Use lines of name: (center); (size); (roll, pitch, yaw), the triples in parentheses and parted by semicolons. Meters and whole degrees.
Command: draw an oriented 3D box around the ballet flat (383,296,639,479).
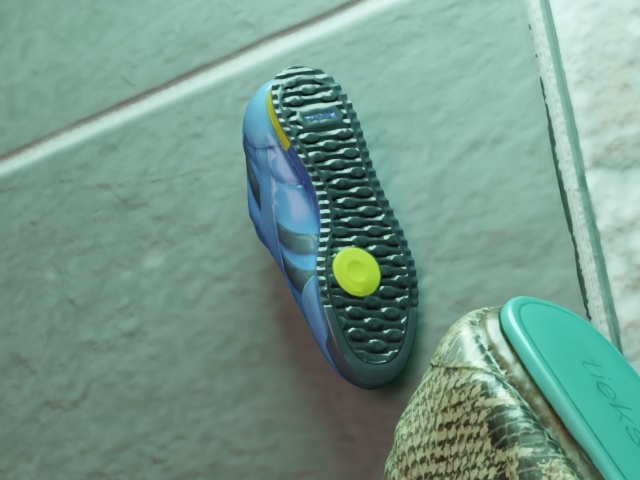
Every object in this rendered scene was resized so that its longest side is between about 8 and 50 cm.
ballet flat: (0.173, 0.221, 0.868); (0.182, 0.164, 0.483); (-59, 41, 17)

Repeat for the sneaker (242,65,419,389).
sneaker: (0.000, 0.000, 1.132); (0.082, 0.069, 0.209); (-46, 55, 51)
